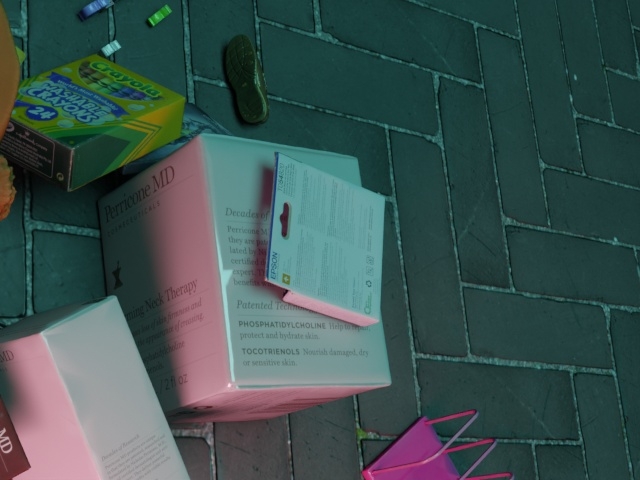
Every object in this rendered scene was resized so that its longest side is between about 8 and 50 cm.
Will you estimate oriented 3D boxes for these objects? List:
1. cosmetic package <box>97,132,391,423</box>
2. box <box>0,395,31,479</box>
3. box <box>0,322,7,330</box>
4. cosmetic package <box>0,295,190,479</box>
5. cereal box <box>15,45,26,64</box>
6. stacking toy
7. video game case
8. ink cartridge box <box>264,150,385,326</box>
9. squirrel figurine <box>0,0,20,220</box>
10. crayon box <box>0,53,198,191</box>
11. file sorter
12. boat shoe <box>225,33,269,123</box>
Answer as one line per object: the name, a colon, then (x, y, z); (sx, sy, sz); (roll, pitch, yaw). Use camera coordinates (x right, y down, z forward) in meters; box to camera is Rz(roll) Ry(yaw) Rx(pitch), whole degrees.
cosmetic package: (-0.131, 0.079, 1.921); (0.327, 0.329, 0.394); (4, 70, -40)
box: (-0.532, 0.269, 1.567); (0.203, 0.167, 0.168); (-26, 102, -31)
box: (-0.538, 0.190, 1.718); (0.190, 0.045, 0.184); (32, 54, -28)
cosmetic package: (-0.340, 0.289, 1.700); (0.156, 0.217, 0.385); (-32, 102, -49)
cereal box: (-0.603, -0.303, 1.848); (0.240, 0.047, 0.173); (39, 53, -23)
stacking toy: (-0.375, -0.432, 2.095); (0.167, 0.052, 0.221); (54, 47, -11)
video game case: (-0.276, -0.180, 2.019); (0.274, 0.026, 0.196); (-11, 38, -42)
ink cartridge box: (0.000, 0.000, 1.806); (0.224, 0.045, 0.223); (22, 59, -33)
squirrel figurine: (-0.610, -0.158, 1.621); (0.281, 0.370, 0.397); (-51, 137, -41)
crayon box: (-0.366, -0.204, 1.895); (0.203, 0.083, 0.323); (27, 34, 22)
file sorter: (0.262, 0.491, 2.206); (0.202, 0.182, 0.291); (-34, 97, -43)
boat shoe: (-0.137, -0.306, 2.256); (0.060, 0.064, 0.178); (13, 63, -71)
